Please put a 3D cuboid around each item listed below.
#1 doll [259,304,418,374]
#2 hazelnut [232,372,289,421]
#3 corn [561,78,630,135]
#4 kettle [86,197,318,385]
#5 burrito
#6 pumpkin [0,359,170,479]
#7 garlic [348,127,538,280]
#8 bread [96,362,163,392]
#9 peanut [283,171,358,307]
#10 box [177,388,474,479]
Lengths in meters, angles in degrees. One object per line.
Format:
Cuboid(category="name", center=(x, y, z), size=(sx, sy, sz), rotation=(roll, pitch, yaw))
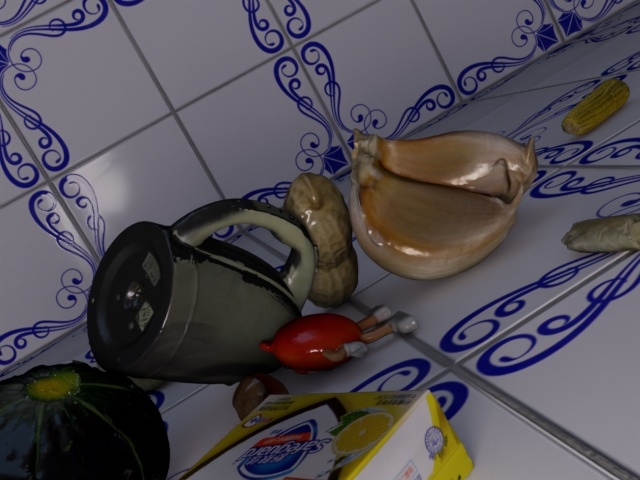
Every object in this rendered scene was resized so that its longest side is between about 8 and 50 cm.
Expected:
Cuboid(category="doll", center=(0.021, 0.148, 1.163), size=(0.217, 0.085, 0.183), rotation=(-14, 8, -16))
Cuboid(category="hazelnut", center=(-0.083, 0.225, 1.101), size=(0.086, 0.086, 0.086), rotation=(-28, 11, 6))
Cuboid(category="corn", center=(0.597, -0.288, 1.693), size=(0.203, 0.072, 0.072), rotation=(-36, 13, -28))
Cuboid(category="kettle", center=(-0.148, 0.083, 1.223), size=(0.228, 0.324, 0.321), rotation=(38, 103, 46))
Cuboid(category="burrito", center=(0.394, -0.011, 1.030), size=(0.058, 0.045, 0.188), rotation=(-27, 7, -29))
Cuboid(category="pumpkin", center=(-0.341, 0.314, 1.007), size=(0.295, 0.296, 0.296), rotation=(-28, 11, 6))
Cuboid(category="garlic", center=(0.197, -0.075, 1.310), size=(0.313, 0.250, 0.286), rotation=(8, 22, 1))
Cuboid(category="bread", center=(-0.358, 0.199, 1.662), size=(0.187, 0.155, 0.338), rotation=(-33, 11, 3))
Cuboid(category="peanut", center=(0.000, 0.000, 1.370), size=(0.120, 0.298, 0.136), rotation=(-27, 51, -15))
Cuboid(category="box", center=(-0.004, 0.236, 0.781), size=(0.168, 0.097, 0.265), rotation=(-37, 14, -37))
